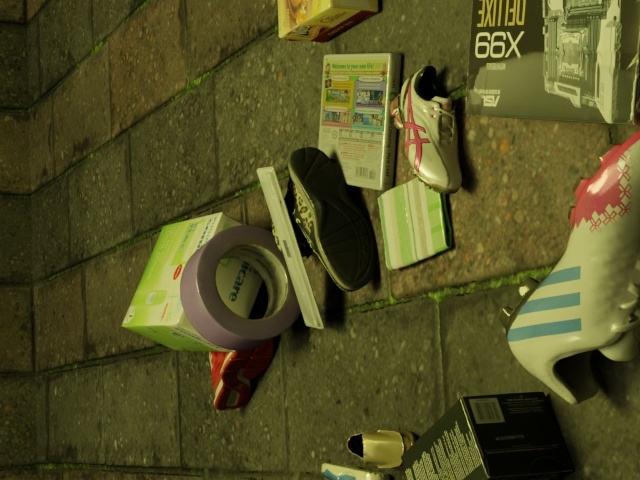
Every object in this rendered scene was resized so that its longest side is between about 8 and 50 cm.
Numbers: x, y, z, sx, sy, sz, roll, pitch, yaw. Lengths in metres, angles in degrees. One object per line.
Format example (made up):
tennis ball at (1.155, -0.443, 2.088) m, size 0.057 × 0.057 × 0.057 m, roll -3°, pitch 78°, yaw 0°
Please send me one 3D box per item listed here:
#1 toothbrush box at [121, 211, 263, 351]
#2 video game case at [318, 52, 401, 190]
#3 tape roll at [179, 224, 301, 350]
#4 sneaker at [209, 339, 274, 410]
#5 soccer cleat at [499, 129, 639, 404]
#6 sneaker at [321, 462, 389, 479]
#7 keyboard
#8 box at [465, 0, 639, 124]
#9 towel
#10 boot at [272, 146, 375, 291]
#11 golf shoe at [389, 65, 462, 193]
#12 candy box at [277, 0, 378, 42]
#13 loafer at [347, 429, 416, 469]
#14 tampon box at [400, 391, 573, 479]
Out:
toothbrush box at (-0.213, 0.077, 2.242) m, size 0.283 × 0.122 × 0.206 m, roll -6°, pitch 60°, yaw 62°
video game case at (0.054, -0.178, 1.899) m, size 0.212 × 0.023 × 0.193 m, roll 15°, pitch 103°, yaw 63°
tape roll at (-0.124, 0.076, 2.060) m, size 0.080 × 0.189 × 0.189 m, roll -36°, pitch 58°, yaw 58°
sneaker at (-0.153, 0.186, 2.231) m, size 0.221 × 0.087 × 0.128 m, roll -60°, pitch 40°, yaw 42°
soccer cleat at (0.305, 0.033, 1.324) m, size 0.143 × 0.116 × 0.331 m, roll 52°, pitch 138°, yaw 29°
sneaker at (0.044, 0.370, 1.862) m, size 0.152 × 0.058 × 0.085 m, roll -2°, pitch 79°, yaw 57°
keyboard at (-0.046, 0.012, 1.947) m, size 0.072 × 0.014 × 0.256 m, roll -170°, pitch 62°, yaw -74°
box at (0.276, -0.249, 1.399) m, size 0.307 × 0.076 × 0.242 m, roll 16°, pitch 104°, yaw 62°
towel at (0.130, -0.026, 1.751) m, size 0.152 × 0.023 × 0.113 m, roll -24°, pitch 70°, yaw 59°
boot at (0.001, -0.001, 1.945) m, size 0.236 × 0.085 × 0.178 m, roll 66°, pitch 156°, yaw 22°
golf shoe at (0.144, -0.144, 1.670) m, size 0.086 × 0.067 × 0.186 m, roll -58°, pitch 40°, yaw 43°
candy box at (0.004, -0.474, 1.933) m, size 0.183 × 0.087 × 0.316 m, roll -13°, pitch 77°, yaw 63°
loafer at (0.085, 0.291, 1.793) m, size 0.148 × 0.050 × 0.056 m, roll -19°, pitch 73°, yaw 62°
tampon box at (0.190, 0.259, 1.506) m, size 0.161 × 0.120 × 0.101 m, roll -54°, pitch 44°, yaw 48°
